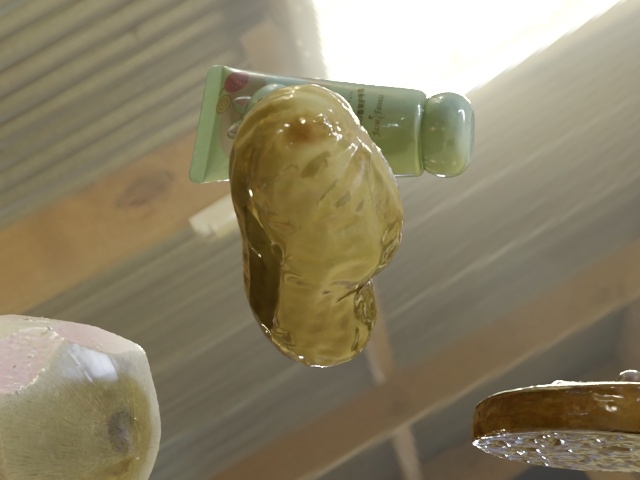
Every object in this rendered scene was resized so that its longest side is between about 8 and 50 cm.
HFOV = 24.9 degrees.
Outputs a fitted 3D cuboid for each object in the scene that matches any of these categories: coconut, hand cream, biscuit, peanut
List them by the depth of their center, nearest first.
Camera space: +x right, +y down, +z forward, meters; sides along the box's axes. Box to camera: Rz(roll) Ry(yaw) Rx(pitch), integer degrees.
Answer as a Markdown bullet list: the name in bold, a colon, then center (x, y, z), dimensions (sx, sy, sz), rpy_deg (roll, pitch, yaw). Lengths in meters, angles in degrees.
- **biscuit**: center (0.313, 0.115, 0.931), dimensions (0.432, 0.064, 0.283), rpy_deg (2, -18, 12)
- **peanut**: center (0.000, 0.000, 1.280), dimensions (0.147, 0.147, 0.319), rpy_deg (-24, -41, -19)
- **coconut**: center (-0.268, 0.181, 1.414), dimensions (0.227, 0.227, 0.230), rpy_deg (-7, 8, -44)
- **hand cream**: center (0.014, -0.121, 1.584), dimensions (0.306, 0.147, 0.093), rpy_deg (3, -21, 13)
